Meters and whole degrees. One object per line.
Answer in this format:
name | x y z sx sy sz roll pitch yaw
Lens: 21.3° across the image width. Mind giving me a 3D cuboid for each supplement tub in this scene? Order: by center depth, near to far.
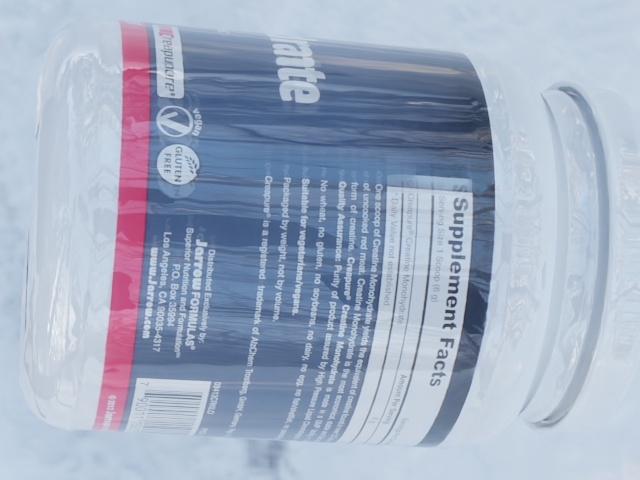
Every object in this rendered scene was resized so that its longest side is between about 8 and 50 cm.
supplement tub | 0.000 0.000 0.803 0.272 0.191 0.191 4 85 -11
